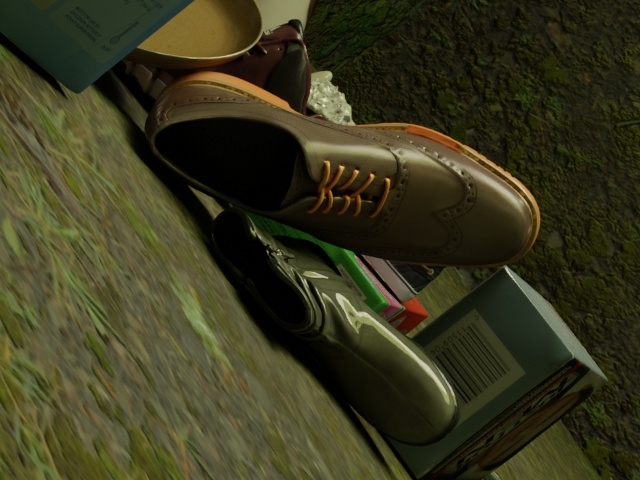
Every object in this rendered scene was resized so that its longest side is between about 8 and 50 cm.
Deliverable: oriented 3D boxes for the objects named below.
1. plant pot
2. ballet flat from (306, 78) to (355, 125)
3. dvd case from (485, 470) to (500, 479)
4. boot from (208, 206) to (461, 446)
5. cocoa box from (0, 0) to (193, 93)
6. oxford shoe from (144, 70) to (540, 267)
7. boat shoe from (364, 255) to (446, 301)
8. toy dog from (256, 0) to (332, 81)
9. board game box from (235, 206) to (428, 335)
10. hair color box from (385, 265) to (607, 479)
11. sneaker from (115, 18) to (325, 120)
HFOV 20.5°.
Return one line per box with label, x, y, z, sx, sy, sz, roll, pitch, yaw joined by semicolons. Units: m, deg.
plant pot;-0.168;-0.224;1.638;0.236;0.032;0.236;17;33;-11
ballet flat;0.007;-0.095;2.369;0.147;0.147;0.409;47;5;-37
dvd case;0.167;0.230;2.059;0.087;0.013;0.119;48;9;-35
boot;0.004;0.079;1.511;0.246;0.083;0.161;46;9;20
cocoa box;-0.225;-0.317;1.311;0.228;0.231;0.347;57;8;32
oxford shoe;0.017;-0.043;1.557;0.363;0.130;0.133;15;17;0
boat shoe;0.067;-0.024;1.842;0.183;0.083;0.065;49;7;-27
toy dog;-0.042;-0.444;2.535;0.395;0.408;0.284;52;7;4
board game box;0.000;0.000;1.914;0.242;0.064;0.316;53;7;10
hair color box;0.171;0.144;1.779;0.113;0.185;0.374;53;6;14
sneaker;-0.104;-0.189;1.739;0.281;0.162;0.106;48;5;-1
